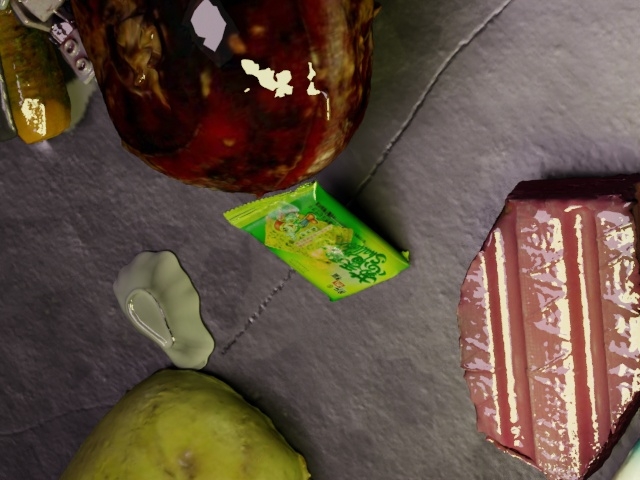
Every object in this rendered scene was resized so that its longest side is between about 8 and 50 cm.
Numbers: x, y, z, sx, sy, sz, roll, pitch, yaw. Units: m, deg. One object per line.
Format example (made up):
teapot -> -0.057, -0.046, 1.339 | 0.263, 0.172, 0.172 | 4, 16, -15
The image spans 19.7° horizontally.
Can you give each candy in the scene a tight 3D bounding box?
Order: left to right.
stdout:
candy -> 0.000, 0.001, 1.764 | 0.102, 0.032, 0.178 | -26, 137, 25

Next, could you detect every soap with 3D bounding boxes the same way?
soap -> 0.226, 0.089, 1.699 | 0.182, 0.112, 0.289 | -1, 104, 26

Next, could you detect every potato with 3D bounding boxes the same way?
potato -> -0.167, 0.298, 1.888 | 0.330, 0.213, 0.280 | 23, 113, 17

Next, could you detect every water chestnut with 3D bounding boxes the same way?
water chestnut -> -0.056, -0.211, 1.668 | 0.350, 0.302, 0.350 | 42, 144, 41

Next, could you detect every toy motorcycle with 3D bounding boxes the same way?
toy motorcycle -> -0.253, -0.229, 1.801 | 0.082, 0.122, 0.213 | -48, 61, 23

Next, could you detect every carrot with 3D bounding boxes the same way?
carrot -> -0.312, -0.185, 1.894 | 0.082, 0.082, 0.173 | -17, 100, 28

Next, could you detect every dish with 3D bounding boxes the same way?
dish -> -0.168, 0.080, 1.923 | 0.091, 0.039, 0.137 | -34, 88, 29

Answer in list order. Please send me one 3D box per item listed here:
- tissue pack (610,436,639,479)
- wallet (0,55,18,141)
tissue pack -> 0.304, 0.265, 1.662 | 0.124, 0.201, 0.271 | 39, 117, 19
wallet -> -0.438, -0.211, 1.931 | 0.323, 0.041, 0.247 | 3, 105, 45
